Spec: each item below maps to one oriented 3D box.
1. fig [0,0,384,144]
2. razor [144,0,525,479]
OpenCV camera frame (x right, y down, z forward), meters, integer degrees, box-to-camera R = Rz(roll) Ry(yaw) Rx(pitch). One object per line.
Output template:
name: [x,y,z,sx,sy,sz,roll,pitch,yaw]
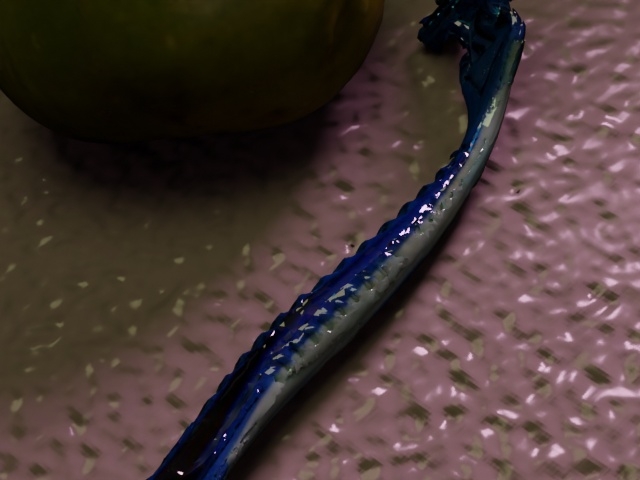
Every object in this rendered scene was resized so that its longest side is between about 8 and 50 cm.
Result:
fig: [-0.065,-0.136,0.716,0.181,0.191,0.181,-16,11,3]
razor: [0.011,0.007,0.643,0.056,0.093,0.324,35,62,-3]
